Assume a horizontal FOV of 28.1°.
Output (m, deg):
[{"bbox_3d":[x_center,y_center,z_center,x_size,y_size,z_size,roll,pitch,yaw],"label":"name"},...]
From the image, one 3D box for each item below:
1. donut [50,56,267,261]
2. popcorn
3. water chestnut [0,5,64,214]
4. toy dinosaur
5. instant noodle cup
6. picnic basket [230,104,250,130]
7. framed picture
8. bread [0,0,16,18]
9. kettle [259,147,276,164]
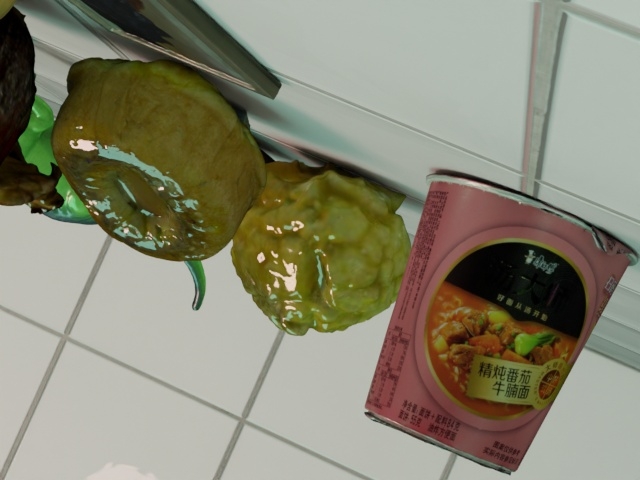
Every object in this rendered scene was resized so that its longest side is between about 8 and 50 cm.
[{"bbox_3d":[-0.173,-0.085,1.384,0.208,0.128,0.261,5,147,29],"label":"donut"},{"bbox_3d":[0.007,0.004,1.627,0.225,0.249,0.249,-10,-162,-34],"label":"popcorn"},{"bbox_3d":[-0.419,-0.123,1.342,0.347,0.335,0.335,46,166,-32],"label":"water chestnut"},{"bbox_3d":[-0.370,-0.030,1.859,0.144,0.374,0.500,26,138,53],"label":"toy dinosaur"},{"bbox_3d":[0.166,0.089,1.280,0.244,0.255,0.244,22,175,2],"label":"instant noodle cup"},{"bbox_3d":[-0.124,-0.137,1.472,0.083,0.065,0.083,2,-177,8],"label":"picnic basket"},{"bbox_3d":[-0.156,-0.194,1.069,0.192,0.018,0.265,24,178,20],"label":"framed picture"},{"bbox_3d":[-0.288,-0.220,0.819,0.217,0.098,0.147,28,177,-22],"label":"bread"},{"bbox_3d":[-0.159,-0.098,1.756,0.232,0.144,0.202,23,-162,-49],"label":"kettle"}]
